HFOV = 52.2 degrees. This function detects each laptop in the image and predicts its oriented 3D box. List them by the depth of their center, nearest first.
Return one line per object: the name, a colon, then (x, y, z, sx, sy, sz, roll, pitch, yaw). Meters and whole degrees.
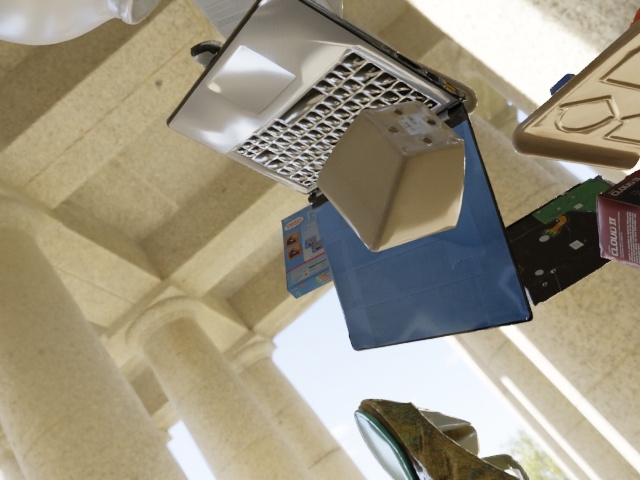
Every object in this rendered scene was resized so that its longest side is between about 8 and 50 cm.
laptop: (0.005, -0.048, 0.856, 0.407, 0.237, 0.382, 25, -25, -22)

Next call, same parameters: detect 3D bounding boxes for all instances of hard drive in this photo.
hard drive: (0.547, -0.009, 1.447, 0.338, 0.237, 0.064, -32, -63, -2)

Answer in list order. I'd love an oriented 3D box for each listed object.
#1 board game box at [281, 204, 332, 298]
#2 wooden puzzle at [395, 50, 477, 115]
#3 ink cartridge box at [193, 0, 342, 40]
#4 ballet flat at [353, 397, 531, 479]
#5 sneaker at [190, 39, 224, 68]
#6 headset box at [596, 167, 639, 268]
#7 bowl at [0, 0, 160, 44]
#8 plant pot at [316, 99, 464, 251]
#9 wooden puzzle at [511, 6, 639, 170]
board game box: (0.000, 0.000, 1.320, 0.160, 0.212, 0.039, -28, -50, 17)
wooden puzzle: (0.057, -0.201, 0.882, 0.221, 0.238, 0.044, -13, 55, 67)
ink cartridge box: (-0.082, -0.373, 1.034, 0.224, 0.223, 0.045, 48, -129, -40)
ballet flat: (0.145, 0.251, 0.711, 0.123, 0.123, 0.348, -37, 16, -8)
sneaker: (-0.130, -0.230, 0.869, 0.040, 0.044, 0.109, -16, -15, 28)
headset box: (0.551, -0.035, 0.903, 0.218, 0.293, 0.110, -28, -61, -24)
bowl: (-0.158, -0.251, 0.461, 0.298, 0.134, 0.298, -55, 12, 18)
plant pot: (0.074, -0.071, 0.626, 0.109, 0.109, 0.096, -16, -39, -28)
wooden puzzle: (0.533, -0.259, 1.085, 0.322, 0.081, 0.348, 3, -32, -26)
